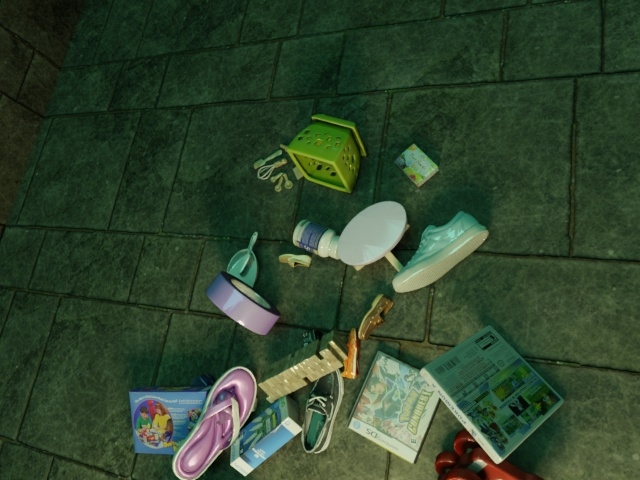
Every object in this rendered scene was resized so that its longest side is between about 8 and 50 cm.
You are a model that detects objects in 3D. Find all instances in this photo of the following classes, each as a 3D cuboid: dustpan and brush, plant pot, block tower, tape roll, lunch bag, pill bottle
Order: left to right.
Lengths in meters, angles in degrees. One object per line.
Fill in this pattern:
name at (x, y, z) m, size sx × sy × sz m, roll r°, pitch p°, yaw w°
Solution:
lunch bag at (-0.449, 0.556, 1.823) m, size 0.067 × 0.065 × 0.098 m, roll 44°, pitch 102°, yaw 19°
tape roll at (-0.281, 0.227, 1.748) m, size 0.275 × 0.275 × 0.090 m, roll 37°, pitch 89°, yaw 28°
dustpan and brush at (-0.293, 0.067, 1.929) m, size 0.147 × 0.060 × 0.211 m, roll 22°, pitch 82°, yaw 27°
block tower at (-0.066, 0.436, 1.640) m, size 0.336 × 0.091 × 0.097 m, roll -34°, pitch 106°, yaw 21°
pill bottle at (0.000, 0.000, 1.801) m, size 0.187 × 0.112 × 0.112 m, roll 22°, pitch 82°, yaw 28°
plant pot at (0.041, -0.347, 1.846) m, size 0.227 × 0.228 × 0.207 m, roll 22°, pitch 76°, yaw 28°

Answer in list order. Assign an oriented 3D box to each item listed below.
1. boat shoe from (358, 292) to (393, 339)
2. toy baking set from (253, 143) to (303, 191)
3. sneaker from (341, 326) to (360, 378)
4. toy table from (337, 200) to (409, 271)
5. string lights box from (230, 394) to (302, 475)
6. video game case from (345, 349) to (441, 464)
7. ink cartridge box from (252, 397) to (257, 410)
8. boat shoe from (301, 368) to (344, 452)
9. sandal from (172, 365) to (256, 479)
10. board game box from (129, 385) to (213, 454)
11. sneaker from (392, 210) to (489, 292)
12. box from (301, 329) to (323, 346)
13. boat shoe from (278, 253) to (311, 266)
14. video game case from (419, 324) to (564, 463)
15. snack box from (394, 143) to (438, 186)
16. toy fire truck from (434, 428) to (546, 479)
boat shoe at (0.191, 0.270, 1.656) m, size 0.060 × 0.064 × 0.178 m, roll 26°, pitch 81°, yaw 30°
toy baking set at (-0.172, -0.319, 2.029) m, size 0.256 × 0.030 × 0.196 m, roll 37°, pitch 89°, yaw 28°
sneaker at (0.101, 0.387, 1.653) m, size 0.068 × 0.064 × 0.175 m, roll 2°, pitch 73°, yaw 20°
toy table at (0.202, -0.002, 1.691) m, size 0.274 × 0.161 × 0.252 m, roll -30°, pitch 64°, yaw 11°
string lights box at (-0.187, 0.663, 1.636) m, size 0.260 × 0.076 × 0.133 m, roll -41°, pitch 19°, yaw 5°
video game case at (0.246, 0.537, 1.558) m, size 0.248 × 0.035 × 0.274 m, roll 21°, pitch 81°, yaw 27°
ink cartridge box at (-0.276, 0.603, 1.756) m, size 0.083 × 0.028 × 0.048 m, roll -5°, pitch 70°, yaw 20°
boat shoe at (-0.001, 0.560, 1.614) m, size 0.108 × 0.102 × 0.301 m, roll 9°, pitch 76°, yaw 25°
sandal at (-0.346, 0.639, 1.645) m, size 0.169 × 0.102 × 0.416 m, roll 34°, pitch 75°, yaw -16°
board game box at (-0.540, 0.667, 1.778) m, size 0.347 × 0.078 × 0.233 m, roll -7°, pitch 89°, yaw 21°
sneaker at (0.382, 0.035, 1.631) m, size 0.366 × 0.135 × 0.150 m, roll -33°, pitch 55°, yaw -1°
box at (-0.024, 0.359, 1.704) m, size 0.052 × 0.083 × 0.062 m, roll -20°, pitch 66°, yaw 17°
boat shoe at (-0.102, 0.081, 1.851) m, size 0.136 × 0.050 × 0.045 m, roll 0°, pitch 67°, yaw 23°
video game case at (0.496, 0.422, 1.373) m, size 0.329 × 0.036 × 0.300 m, roll -19°, pitch 55°, yaw -34°
snack box at (0.359, -0.282, 1.790) m, size 0.100 × 0.037 × 0.141 m, roll -40°, pitch 62°, yaw 4°
toy fire truck at (0.447, 0.693, 1.314) m, size 0.254 × 0.169 × 0.302 m, roll 28°, pitch 127°, yaw 10°
